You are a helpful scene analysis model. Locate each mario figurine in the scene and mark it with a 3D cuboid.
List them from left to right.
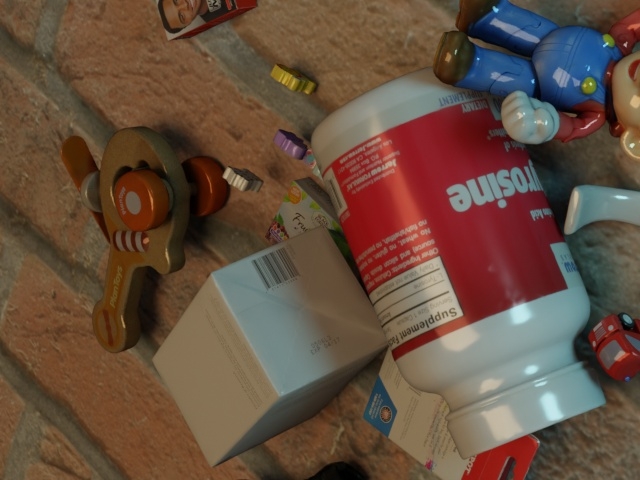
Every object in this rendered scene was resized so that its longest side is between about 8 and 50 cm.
[{"bbox_3d":[0.287,-0.187,1.518,0.320,0.170,0.198,19,105,9],"label":"mario figurine"}]

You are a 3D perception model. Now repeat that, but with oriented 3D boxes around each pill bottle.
[{"bbox_3d":[0.161,0.025,1.664,0.229,0.229,0.408,-30,78,41],"label":"pill bottle"}]

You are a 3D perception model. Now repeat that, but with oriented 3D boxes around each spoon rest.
[{"bbox_3d":[0.404,-0.004,1.579,0.276,0.084,0.137,19,115,21],"label":"spoon rest"}]

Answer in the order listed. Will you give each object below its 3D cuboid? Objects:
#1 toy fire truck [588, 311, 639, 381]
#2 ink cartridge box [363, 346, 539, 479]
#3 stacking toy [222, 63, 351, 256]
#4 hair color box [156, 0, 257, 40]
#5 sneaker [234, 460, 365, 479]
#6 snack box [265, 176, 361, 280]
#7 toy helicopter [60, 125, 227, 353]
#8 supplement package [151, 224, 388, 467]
[{"bbox_3d":[0.385,0.153,1.583,0.047,0.192,0.135,-52,39,35],"label":"toy fire truck"},{"bbox_3d":[0.175,0.220,1.818,0.231,0.078,0.134,36,122,28],"label":"ink cartridge box"},{"bbox_3d":[-0.009,-0.102,1.882,0.221,0.052,0.167,35,107,27],"label":"stacking toy"},{"bbox_3d":[-0.155,-0.322,1.983,0.141,0.043,0.072,-17,91,43],"label":"hair color box"},{"bbox_3d":[-0.004,0.357,2.003,0.293,0.102,0.146,20,109,31],"label":"sneaker"},{"bbox_3d":[0.000,0.000,1.938,0.141,0.037,0.100,44,124,25],"label":"snack box"},{"bbox_3d":[-0.283,-0.001,2.119,0.235,0.140,0.355,34,124,31],"label":"toy helicopter"},{"bbox_3d":[-0.071,0.140,1.890,0.175,0.177,0.293,59,149,13],"label":"supplement package"}]
